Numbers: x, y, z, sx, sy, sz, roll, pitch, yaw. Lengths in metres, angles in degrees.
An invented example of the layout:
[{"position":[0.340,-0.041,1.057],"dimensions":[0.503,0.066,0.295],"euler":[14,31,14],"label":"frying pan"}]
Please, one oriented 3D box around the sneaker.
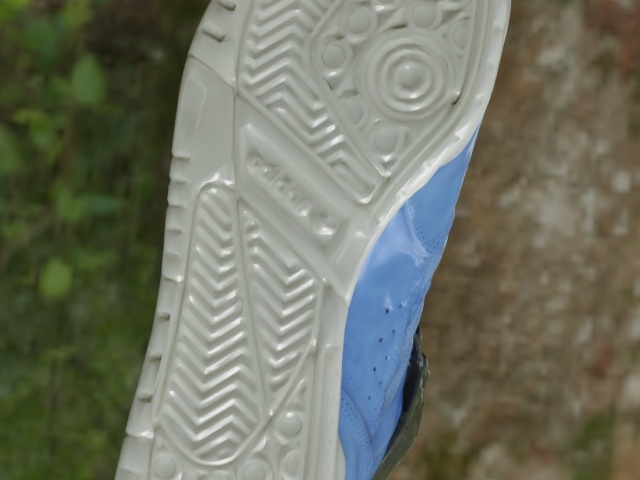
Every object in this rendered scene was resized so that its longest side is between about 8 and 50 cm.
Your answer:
[{"position":[-0.001,0.000,0.396],"dimensions":[0.058,0.152,0.084],"euler":[14,178,4],"label":"sneaker"}]
